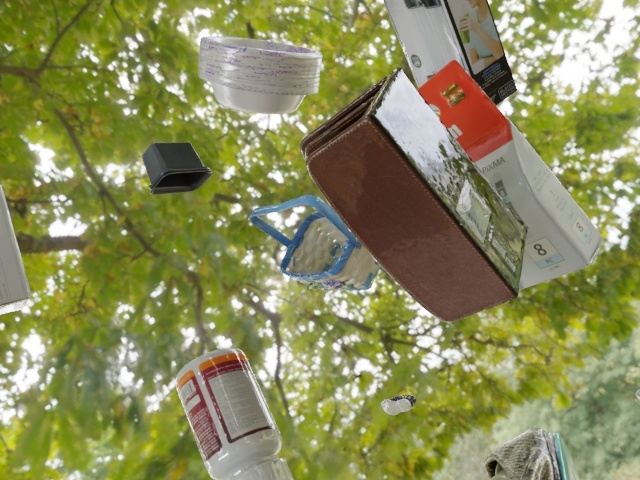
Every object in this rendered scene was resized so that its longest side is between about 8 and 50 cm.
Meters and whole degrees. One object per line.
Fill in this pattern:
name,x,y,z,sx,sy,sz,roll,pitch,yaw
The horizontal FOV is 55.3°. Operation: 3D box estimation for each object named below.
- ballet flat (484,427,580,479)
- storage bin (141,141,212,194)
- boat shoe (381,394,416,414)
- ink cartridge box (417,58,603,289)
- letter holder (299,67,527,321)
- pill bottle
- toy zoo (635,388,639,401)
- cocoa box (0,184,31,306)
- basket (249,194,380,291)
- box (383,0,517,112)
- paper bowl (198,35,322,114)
ballet flat,0.288,0.400,0.797,0.181,0.164,0.483,-25,2,11
storage bin,-0.323,-0.160,1.339,0.135,0.091,0.098,-11,-21,-49
boat shoe,0.213,0.444,1.667,0.038,0.046,0.125,-24,-8,-36
ink cartridge box,0.243,-0.074,1.073,0.091,0.385,0.308,-46,8,-35
letter holder,0.103,-0.036,0.842,0.214,0.302,0.152,-30,20,37
pill bottle,-0.132,0.287,0.936,0.121,0.221,0.121,-23,-28,-13
toy zoo,0.736,0.273,1.182,0.293,0.192,0.030,-52,19,3
cocoa box,-0.730,0.048,1.209,0.227,0.232,0.347,-15,-1,-30
basket,0.000,0.000,1.440,0.254,0.289,0.201,-8,47,52
box,0.213,-0.369,1.064,0.087,0.169,0.290,-35,-64,-15
paper bowl,-0.143,-0.385,1.431,0.284,0.284,0.148,-19,-56,-47
